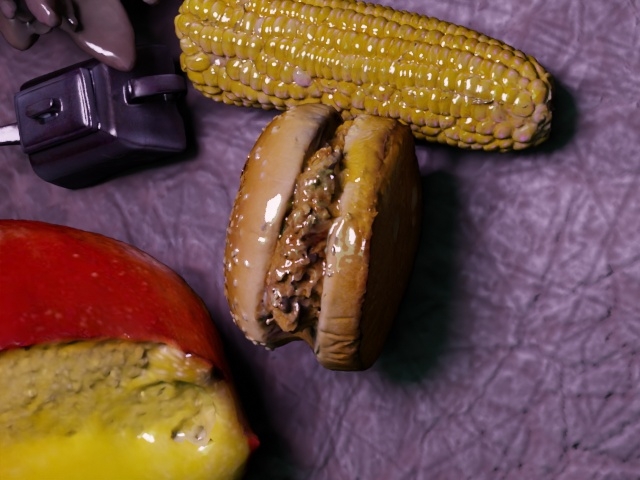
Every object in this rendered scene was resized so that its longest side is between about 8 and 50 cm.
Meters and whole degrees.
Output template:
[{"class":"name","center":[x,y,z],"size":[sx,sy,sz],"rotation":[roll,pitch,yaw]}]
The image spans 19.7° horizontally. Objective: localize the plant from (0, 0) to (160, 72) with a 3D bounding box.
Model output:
[{"class":"plant","center":[-0.230,-0.245,1.363],"size":[0.321,0.194,0.181],"rotation":[35,94,39]}]

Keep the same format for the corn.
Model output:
[{"class":"corn","center":[0.030,-0.122,1.322],"size":[0.292,0.101,0.101],"rotation":[16,91,19]}]

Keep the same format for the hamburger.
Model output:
[{"class":"hamburger","center":[-0.002,0.000,1.263],"size":[0.118,0.191,0.181],"rotation":[6,123,11]}]

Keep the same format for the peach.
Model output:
[{"class":"peach","center":[-0.213,0.124,1.303],"size":[0.338,0.281,0.281],"rotation":[11,89,21]}]

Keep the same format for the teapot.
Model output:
[{"class":"teapot","center":[-0.179,-0.095,1.381],"size":[0.177,0.096,0.087],"rotation":[-15,80,33]}]
